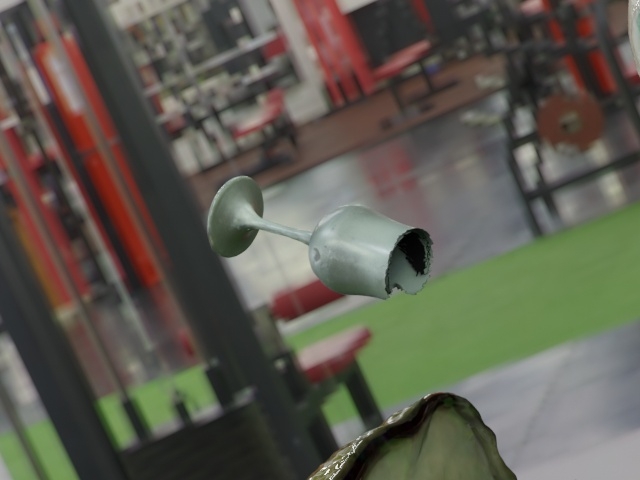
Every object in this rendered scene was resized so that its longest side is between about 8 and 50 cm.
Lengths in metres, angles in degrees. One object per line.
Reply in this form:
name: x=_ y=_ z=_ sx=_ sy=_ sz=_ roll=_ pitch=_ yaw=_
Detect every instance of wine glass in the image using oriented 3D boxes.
wine glass: x=0.000 y=0.000 z=1.658 sx=0.195 sy=0.079 sz=0.079 roll=16 pitch=33 yaw=35

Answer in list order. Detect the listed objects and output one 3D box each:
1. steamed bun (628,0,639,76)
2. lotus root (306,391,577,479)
steamed bun: x=0.211 y=-0.121 z=0.784 sx=0.228 sy=0.131 sz=0.177 roll=-23 pitch=50 yaw=52
lotus root: x=0.018 y=0.151 z=0.613 sx=0.078 sy=0.183 sz=0.203 roll=-11 pitch=14 yaw=40
